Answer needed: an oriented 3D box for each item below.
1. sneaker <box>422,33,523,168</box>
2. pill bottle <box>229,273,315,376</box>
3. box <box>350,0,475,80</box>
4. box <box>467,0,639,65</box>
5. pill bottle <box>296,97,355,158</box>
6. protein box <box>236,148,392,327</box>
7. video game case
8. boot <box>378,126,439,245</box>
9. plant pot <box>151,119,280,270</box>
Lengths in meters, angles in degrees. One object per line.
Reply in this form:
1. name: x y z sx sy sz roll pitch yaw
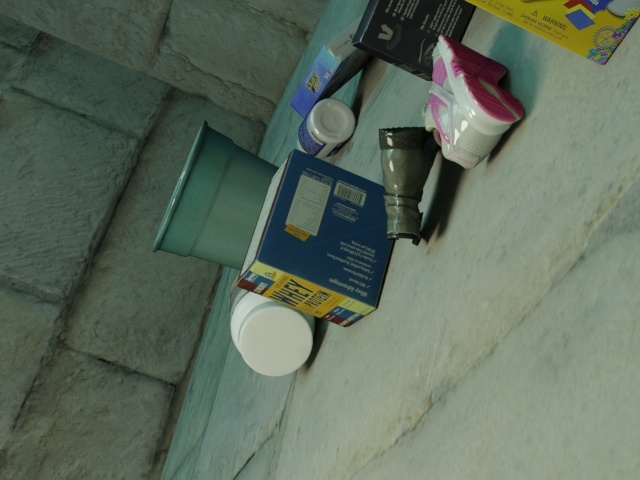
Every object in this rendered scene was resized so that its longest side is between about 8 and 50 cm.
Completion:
1. sneaker: 0.179 -0.182 1.076 0.111 0.103 0.252 -59 13 30
2. pill bottle: -0.094 0.148 1.582 0.278 0.162 0.162 -121 54 -75
3. box: 0.157 -0.370 1.387 0.093 0.158 0.156 -128 61 -77
4. box: 0.214 -0.375 0.793 0.177 0.289 0.279 -84 18 -54
5. pill bottle: 0.005 -0.262 2.010 0.186 0.112 0.112 144 146 -69
6. protein box: 0.000 0.000 1.315 0.136 0.199 0.201 135 154 -64
7. video game case: 0.058 -0.438 1.984 0.244 0.061 0.269 -46 -1 -28
8. boot: 0.122 -0.080 1.173 0.246 0.083 0.161 -30 -60 -73
9. plant pot: -0.194 -0.070 2.017 0.341 0.334 0.341 -158 90 -79
